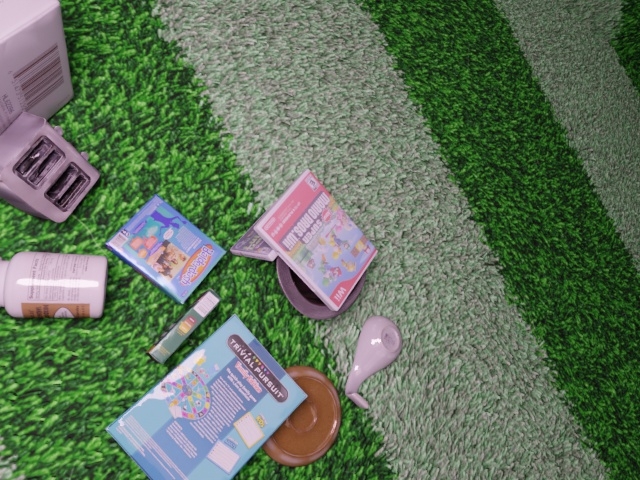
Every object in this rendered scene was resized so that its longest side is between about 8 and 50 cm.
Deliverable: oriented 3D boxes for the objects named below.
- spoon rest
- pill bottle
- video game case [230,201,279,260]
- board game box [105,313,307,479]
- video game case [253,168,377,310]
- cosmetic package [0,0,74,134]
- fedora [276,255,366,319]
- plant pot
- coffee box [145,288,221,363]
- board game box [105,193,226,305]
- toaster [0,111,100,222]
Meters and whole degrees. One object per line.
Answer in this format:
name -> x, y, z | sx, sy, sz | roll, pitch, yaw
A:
spoon rest -> 0.138, 0.321, 1.171 | 0.137, 0.084, 0.276 | 45, 49, -9
pill bottle -> -0.554, 0.088, 0.863 | 0.229, 0.131, 0.131 | 5, 74, -24
video game case -> -0.117, -0.029, 1.083 | 0.190, 0.173, 0.022 | -51, 124, -27
board game box -> -0.236, 0.371, 0.948 | 0.336, 0.079, 0.254 | -41, 91, -25
video game case -> 0.000, 0.000, 1.039 | 0.285, 0.025, 0.204 | 48, 62, -20
cosmetic package -> -0.742, -0.380, 0.789 | 0.393, 0.329, 0.328 | 39, 64, -10
fedora -> -0.014, 0.081, 1.125 | 0.275, 0.124, 0.244 | -34, 94, -34
plant pot -> -0.046, 0.431, 1.069 | 0.236, 0.032, 0.237 | 7, 72, -23
coffee box -> -0.305, 0.191, 0.965 | 0.040, 0.113, 0.184 | 45, 64, -10
board game box -> -0.349, 0.022, 0.995 | 0.210, 0.047, 0.160 | 41, 63, -9
toaster -> -0.580, -0.141, 0.886 | 0.110, 0.168, 0.186 | 14, 63, 26
